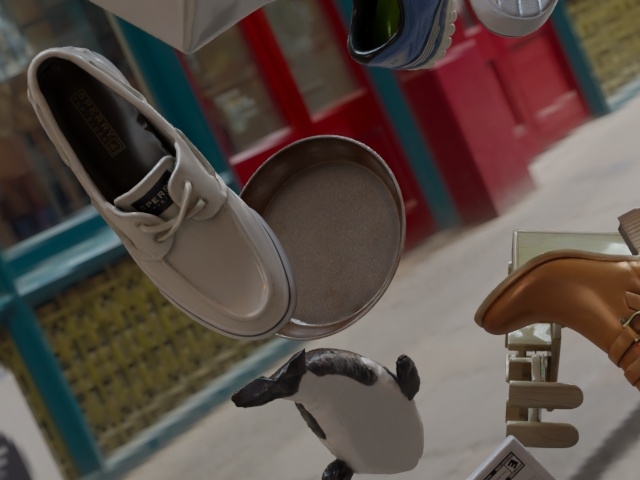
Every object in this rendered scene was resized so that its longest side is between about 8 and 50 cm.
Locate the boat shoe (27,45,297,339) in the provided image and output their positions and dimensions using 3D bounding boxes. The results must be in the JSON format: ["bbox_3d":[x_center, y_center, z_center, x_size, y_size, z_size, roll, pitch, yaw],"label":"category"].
[{"bbox_3d":[-0.117,-0.035,1.208,0.096,0.267,0.088,-36,-1,2],"label":"boat shoe"}]

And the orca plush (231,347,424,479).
[{"bbox_3d":[0.000,0.164,1.670,0.102,0.151,0.287,27,8,37],"label":"orca plush"}]

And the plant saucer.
[{"bbox_3d":[0.000,0.000,1.330,0.168,0.168,0.029,-21,-24,26],"label":"plant saucer"}]

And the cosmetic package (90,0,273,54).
[{"bbox_3d":[-0.169,-0.460,1.681,0.393,0.327,0.329,30,48,25],"label":"cosmetic package"}]

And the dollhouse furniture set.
[{"bbox_3d":[0.315,0.108,2.072,0.161,0.242,0.212,2,44,4],"label":"dollhouse furniture set"}]

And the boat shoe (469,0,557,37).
[{"bbox_3d":[0.186,-0.306,1.705,0.109,0.302,0.094,12,-41,-10],"label":"boat shoe"}]

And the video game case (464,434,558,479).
[{"bbox_3d":[0.218,0.370,1.952,0.212,0.193,0.023,-45,6,-2],"label":"video game case"}]

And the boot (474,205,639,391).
[{"bbox_3d":[0.237,0.072,1.363,0.197,0.152,0.073,-30,-19,15],"label":"boot"}]

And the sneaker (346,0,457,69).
[{"bbox_3d":[0.108,-0.350,1.982,0.129,0.330,0.147,31,32,35],"label":"sneaker"}]
